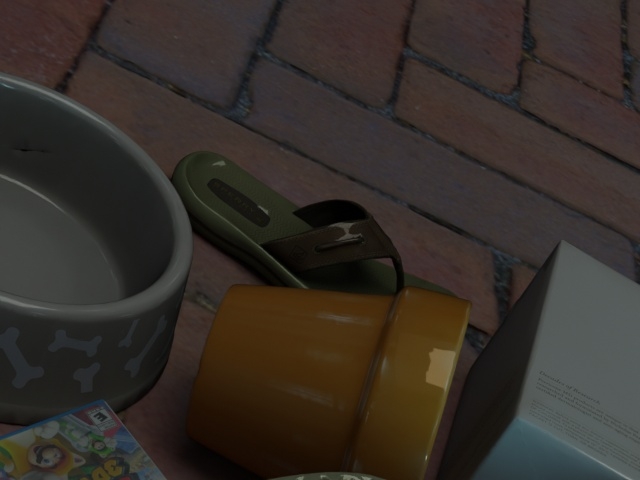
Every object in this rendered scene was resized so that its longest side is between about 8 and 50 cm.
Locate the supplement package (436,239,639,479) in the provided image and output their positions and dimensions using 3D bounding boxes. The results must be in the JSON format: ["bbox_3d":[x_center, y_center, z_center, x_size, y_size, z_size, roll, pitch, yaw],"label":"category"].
[{"bbox_3d":[0.218,0.168,1.480,0.175,0.177,0.293,29,32,-2],"label":"supplement package"}]

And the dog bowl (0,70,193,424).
[{"bbox_3d":[-0.260,-0.012,1.403,0.349,0.102,0.348,21,34,-15],"label":"dog bowl"}]

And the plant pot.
[{"bbox_3d":[0.002,0.120,1.369,0.188,0.205,0.205,16,31,5],"label":"plant pot"}]

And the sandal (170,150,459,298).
[{"bbox_3d":[-0.002,0.000,1.616,0.303,0.086,0.120,32,32,1],"label":"sandal"}]

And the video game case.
[{"bbox_3d":[-0.147,0.177,1.105,0.119,0.015,0.166,-19,48,-32],"label":"video game case"}]

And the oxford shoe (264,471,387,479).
[{"bbox_3d":[-0.138,0.243,1.140,0.449,0.130,0.169,-1,45,-19],"label":"oxford shoe"}]
